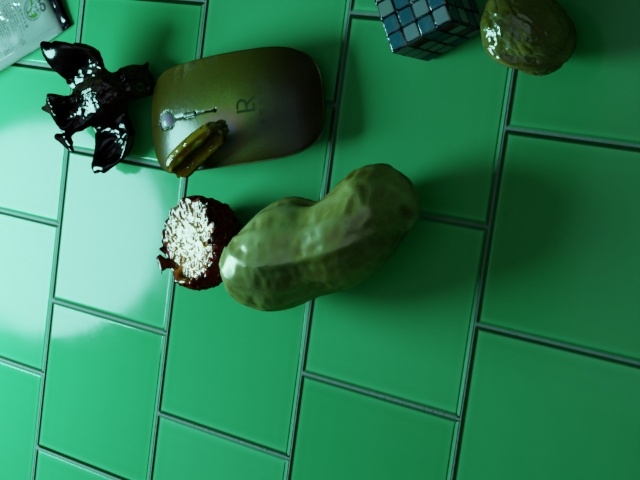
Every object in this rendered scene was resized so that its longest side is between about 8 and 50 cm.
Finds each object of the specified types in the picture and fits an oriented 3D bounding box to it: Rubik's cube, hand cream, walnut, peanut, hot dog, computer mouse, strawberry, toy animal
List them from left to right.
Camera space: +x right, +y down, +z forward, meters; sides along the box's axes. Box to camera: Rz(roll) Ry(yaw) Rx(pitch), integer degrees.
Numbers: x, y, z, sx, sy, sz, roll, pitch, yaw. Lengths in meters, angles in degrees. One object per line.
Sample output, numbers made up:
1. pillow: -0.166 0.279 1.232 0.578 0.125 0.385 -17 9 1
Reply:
1. hand cream: -0.557 -0.326 1.885 0.336 0.076 0.121 -28 82 24
2. toy animal: -0.336 -0.220 1.731 0.179 0.116 0.218 -23 100 -1
3. hot dog: -0.170 -0.129 1.565 0.122 0.049 0.037 -37 42 32
4. strawberry: -0.164 0.003 1.611 0.145 0.086 0.145 -22 60 45
5. computer mouse: -0.129 -0.181 1.601 0.310 0.072 0.158 -5 87 34
6. peanut: 0.000 0.000 1.485 0.305 0.147 0.147 -20 81 31
7. Rubik's cube: 0.134 -0.287 1.409 0.092 0.092 0.092 -24 79 32
8. walnut: 0.245 -0.245 1.333 0.124 0.105 0.105 46 115 33
